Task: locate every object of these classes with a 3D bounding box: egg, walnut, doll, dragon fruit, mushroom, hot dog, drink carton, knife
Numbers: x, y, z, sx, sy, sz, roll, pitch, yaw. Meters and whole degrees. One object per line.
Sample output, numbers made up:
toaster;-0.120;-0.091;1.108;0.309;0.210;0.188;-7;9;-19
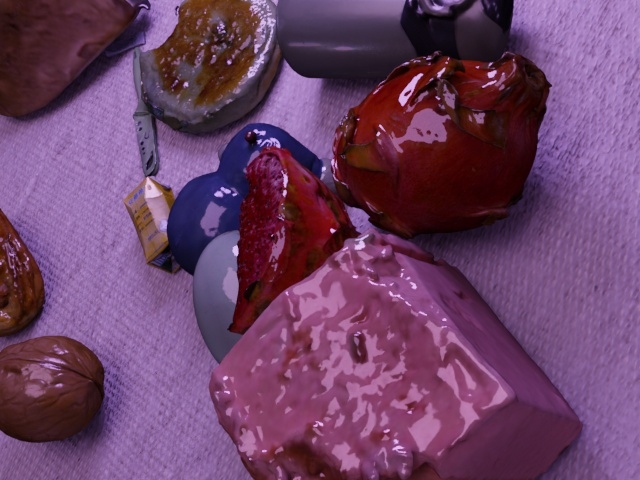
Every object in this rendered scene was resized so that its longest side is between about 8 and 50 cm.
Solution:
egg;-0.083;0.095;1.273;0.168;0.168;0.231;-27;88;20
walnut;-0.425;0.228;1.450;0.207;0.167;0.167;-10;64;31
doll;-0.112;-0.052;1.402;0.228;0.154;0.258;39;98;34
dragon fruit;0.000;0.000;1.187;0.134;0.211;0.262;-39;41;41
mushroom;-0.572;-0.427;1.767;0.397;0.314;0.224;-41;40;18
hot dog;-0.593;0.052;1.663;0.196;0.122;0.272;-47;51;4
dragon fruit;0.153;-0.115;1.198;0.315;0.250;0.250;-24;58;19
drink carton;-0.268;-0.045;1.529;0.084;0.074;0.200;-43;53;19
knife;-0.318;-0.233;1.682;0.043;0.020;0.293;-25;58;18

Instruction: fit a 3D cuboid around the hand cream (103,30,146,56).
hand cream;-0.372;-0.370;1.781;0.093;0.019;0.030;-19;61;22

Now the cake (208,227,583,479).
cake;0.080;0.196;1.066;0.307;0.293;0.314;-44;59;11

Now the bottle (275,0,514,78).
bottle;0.114;-0.316;1.357;0.347;0.168;0.168;6;72;31

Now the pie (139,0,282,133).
pie;-0.189;-0.314;1.608;0.302;0.067;0.302;-13;62;26
